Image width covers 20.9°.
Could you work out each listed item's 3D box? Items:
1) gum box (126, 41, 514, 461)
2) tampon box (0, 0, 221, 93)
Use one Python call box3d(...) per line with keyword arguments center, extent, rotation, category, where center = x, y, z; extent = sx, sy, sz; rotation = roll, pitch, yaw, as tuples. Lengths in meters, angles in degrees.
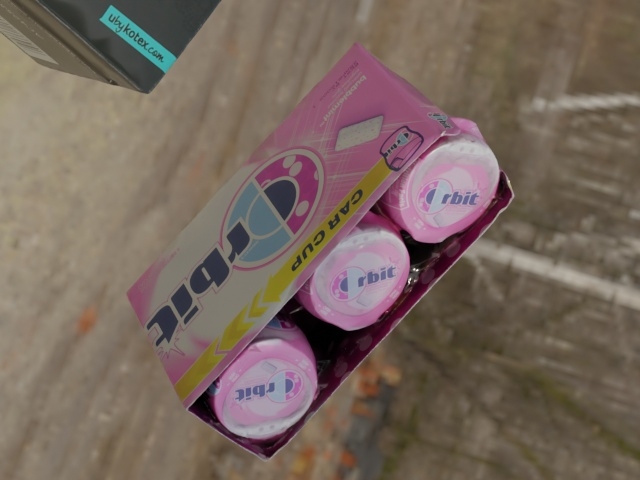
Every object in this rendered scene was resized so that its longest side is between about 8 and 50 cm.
box3d(center=(0.000, 0.000, 0.850), extent=(0.188, 0.062, 0.107), rotation=(-48, -144, 8), category="gum box")
box3d(center=(-0.072, -0.151, 0.588), extent=(0.161, 0.120, 0.101), rotation=(-54, -149, -9), category="tampon box")
